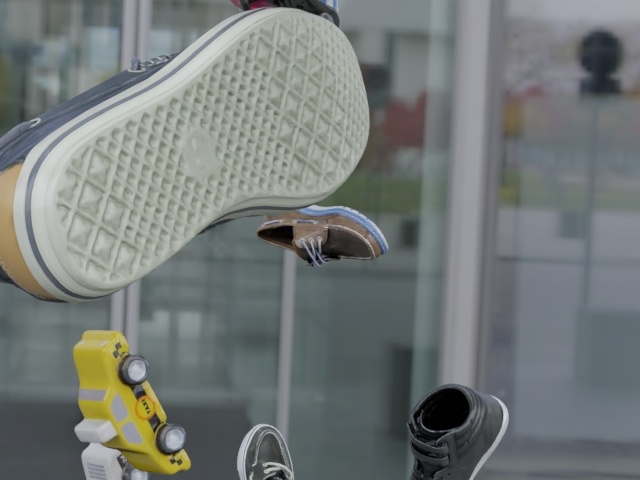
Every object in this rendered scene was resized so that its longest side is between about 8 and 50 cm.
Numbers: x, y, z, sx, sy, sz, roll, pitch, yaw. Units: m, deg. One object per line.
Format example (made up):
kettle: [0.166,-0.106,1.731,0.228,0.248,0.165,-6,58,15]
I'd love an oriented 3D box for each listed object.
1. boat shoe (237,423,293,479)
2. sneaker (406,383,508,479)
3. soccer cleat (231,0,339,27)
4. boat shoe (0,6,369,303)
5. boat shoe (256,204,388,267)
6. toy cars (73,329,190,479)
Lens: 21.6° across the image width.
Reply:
boat shoe: [-0.061,0.332,2.228,0.078,0.219,0.070,13,-41,-21]
sneaker: [0.145,0.322,2.299,0.104,0.295,0.147,22,-12,36]
soccer cleat: [-0.052,-0.276,1.580,0.116,0.143,0.331,-23,-16,-4]
boat shoe: [-0.121,-0.081,1.442,0.156,0.187,0.500,-5,17,36]
boat shoe: [0.000,0.000,1.952,0.183,0.066,0.066,13,50,46]
toy cars: [-0.238,0.269,1.982,0.176,0.393,0.087,38,55,27]
